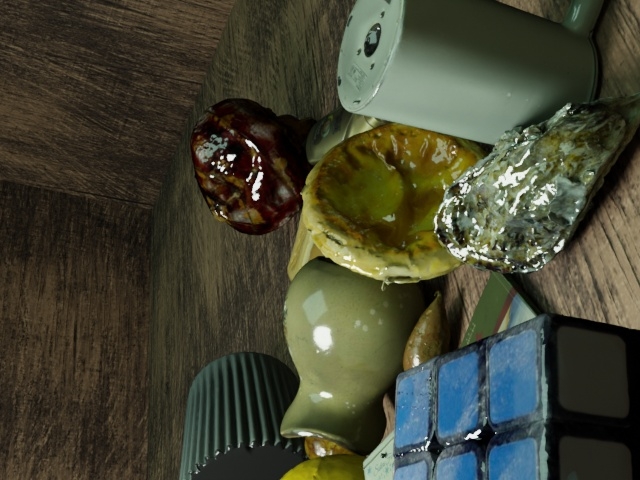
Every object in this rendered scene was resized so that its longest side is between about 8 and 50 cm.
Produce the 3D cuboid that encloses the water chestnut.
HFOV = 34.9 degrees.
[{"bbox_3d":[-0.143,-0.198,2.428,0.335,0.347,0.335,53,168,17],"label":"water chestnut"}]

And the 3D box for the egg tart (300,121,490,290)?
[{"bbox_3d":[0.130,-0.050,1.626,0.132,0.341,0.341,72,-172,-48],"label":"egg tart"}]

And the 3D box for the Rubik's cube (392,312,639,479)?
[{"bbox_3d":[0.261,0.268,1.008,0.305,0.304,0.301,140,137,-62],"label":"Rubik's cube"}]

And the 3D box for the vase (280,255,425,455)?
[{"bbox_3d":[0.058,0.185,1.765,0.329,0.241,0.302,-10,-71,-77],"label":"vase"}]

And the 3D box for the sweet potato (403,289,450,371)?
[{"bbox_3d":[0.165,0.214,1.628,0.075,0.075,0.269,-133,50,-66],"label":"sweet potato"}]

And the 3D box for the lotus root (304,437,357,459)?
[{"bbox_3d":[0.035,0.334,1.878,0.094,0.108,0.190,73,-150,-64],"label":"lotus root"}]

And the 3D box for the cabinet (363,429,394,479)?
[{"bbox_3d":[0.161,0.383,1.431,0.145,0.150,0.206,123,150,-45],"label":"cabinet"}]

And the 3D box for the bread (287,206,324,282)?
[{"bbox_3d":[0.000,0.000,2.156,0.147,0.098,0.217,-150,75,-70],"label":"bread"}]

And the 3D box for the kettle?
[{"bbox_3d":[0.210,-0.269,1.420,0.205,0.318,0.265,169,112,-69],"label":"kettle"}]

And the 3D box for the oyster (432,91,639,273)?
[{"bbox_3d":[0.294,-0.076,1.361,0.351,0.162,0.158,-45,21,37],"label":"oyster"}]

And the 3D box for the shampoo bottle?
[{"bbox_3d":[0.072,-0.237,2.122,0.350,0.084,0.125,161,121,-66],"label":"shampoo bottle"}]

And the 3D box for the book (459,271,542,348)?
[{"bbox_3d":[0.269,0.184,1.429,0.289,0.026,0.201,-118,43,-61],"label":"book"}]

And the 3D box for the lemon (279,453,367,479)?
[{"bbox_3d":[0.035,0.467,1.577,0.260,0.260,0.284,-48,21,54],"label":"lemon"}]

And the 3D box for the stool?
[{"bbox_3d":[-0.143,0.418,2.057,0.330,0.297,0.297,-106,33,-61],"label":"stool"}]
